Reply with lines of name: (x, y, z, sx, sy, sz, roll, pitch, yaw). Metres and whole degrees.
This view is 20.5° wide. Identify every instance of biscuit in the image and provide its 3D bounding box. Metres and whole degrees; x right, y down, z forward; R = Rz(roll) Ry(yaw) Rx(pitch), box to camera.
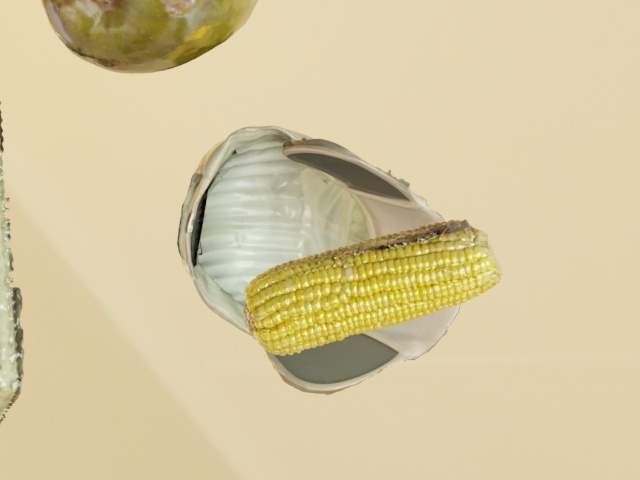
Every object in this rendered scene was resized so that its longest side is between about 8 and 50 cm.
biscuit: (-0.269, 0.018, 1.343, 0.052, 0.252, 0.150, 2, -21, -22)

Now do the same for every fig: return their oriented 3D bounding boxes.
fig: (-0.103, -0.189, 1.165, 0.133, 0.185, 0.126, -29, -66, 31)

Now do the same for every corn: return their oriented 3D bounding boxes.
corn: (0.038, 0.035, 1.368, 0.203, 0.072, 0.072, -15, -49, 6)

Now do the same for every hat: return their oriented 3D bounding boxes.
hat: (0.006, 0.003, 1.608, 0.275, 0.161, 0.232, 15, -67, 29)
